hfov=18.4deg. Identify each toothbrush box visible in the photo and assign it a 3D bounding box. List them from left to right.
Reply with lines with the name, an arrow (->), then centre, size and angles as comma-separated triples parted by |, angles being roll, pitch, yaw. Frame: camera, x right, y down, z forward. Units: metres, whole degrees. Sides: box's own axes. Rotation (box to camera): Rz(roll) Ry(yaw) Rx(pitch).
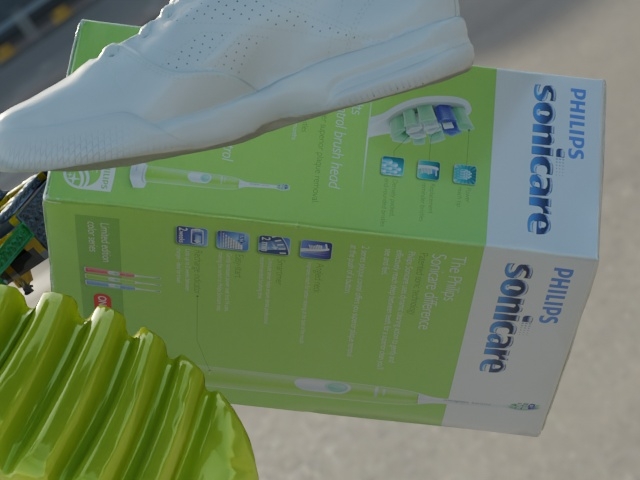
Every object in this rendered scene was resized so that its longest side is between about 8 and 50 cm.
toothbrush box -> 0.000, 0.000, 1.091 | 0.206, 0.283, 0.122 | 95, -177, -58

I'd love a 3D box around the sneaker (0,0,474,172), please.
sneaker -> -0.046, -0.088, 0.853 | 0.212, 0.094, 0.080 | -16, 2, 4

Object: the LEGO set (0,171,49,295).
LEGO set -> -0.212, 0.097, 1.334 | 0.192, 0.255, 0.331 | -31, 25, 39

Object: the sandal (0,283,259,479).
sandal -> -0.175, 0.089, 0.896 | 0.126, 0.317, 0.138 | -48, -25, -56
